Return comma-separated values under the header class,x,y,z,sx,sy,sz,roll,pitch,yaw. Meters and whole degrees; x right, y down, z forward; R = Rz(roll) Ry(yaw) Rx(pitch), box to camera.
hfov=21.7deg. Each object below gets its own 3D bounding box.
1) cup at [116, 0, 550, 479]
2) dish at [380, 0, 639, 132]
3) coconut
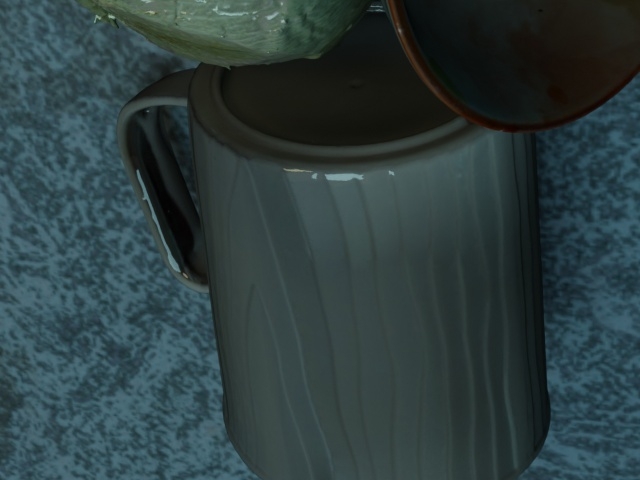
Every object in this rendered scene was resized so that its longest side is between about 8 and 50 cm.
class,x,y,z,sx,sy,sz,roll,pitch,yaw
cup,0.017,-0.006,1.059,0.208,0.288,0.273,-20,129,-18
dish,0.099,-0.191,0.867,0.085,0.260,0.260,23,141,44
coconut,-0.037,-0.184,0.921,0.194,0.194,0.194,9,130,11
